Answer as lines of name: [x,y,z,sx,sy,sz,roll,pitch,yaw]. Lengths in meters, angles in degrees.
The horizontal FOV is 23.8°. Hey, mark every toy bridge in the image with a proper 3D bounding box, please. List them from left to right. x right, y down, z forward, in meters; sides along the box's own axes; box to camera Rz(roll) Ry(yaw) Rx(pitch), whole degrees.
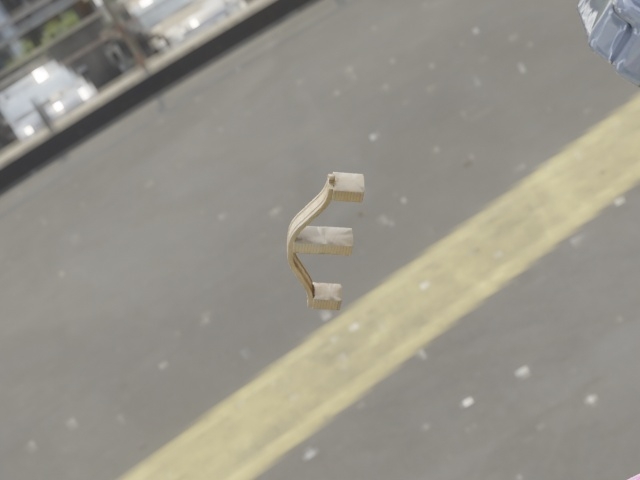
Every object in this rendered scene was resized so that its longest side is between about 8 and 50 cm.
toy bridge: [0.000,0.000,1.470,0.063,0.188,0.026,3,50,-5]

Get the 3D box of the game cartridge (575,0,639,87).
game cartridge: [0.203,-0.207,0.646,0.294,0.060,0.196,-61,5,17]

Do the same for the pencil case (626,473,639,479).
pencil case: [0.340,0.250,1.414,0.284,0.124,0.124,-37,13,32]
